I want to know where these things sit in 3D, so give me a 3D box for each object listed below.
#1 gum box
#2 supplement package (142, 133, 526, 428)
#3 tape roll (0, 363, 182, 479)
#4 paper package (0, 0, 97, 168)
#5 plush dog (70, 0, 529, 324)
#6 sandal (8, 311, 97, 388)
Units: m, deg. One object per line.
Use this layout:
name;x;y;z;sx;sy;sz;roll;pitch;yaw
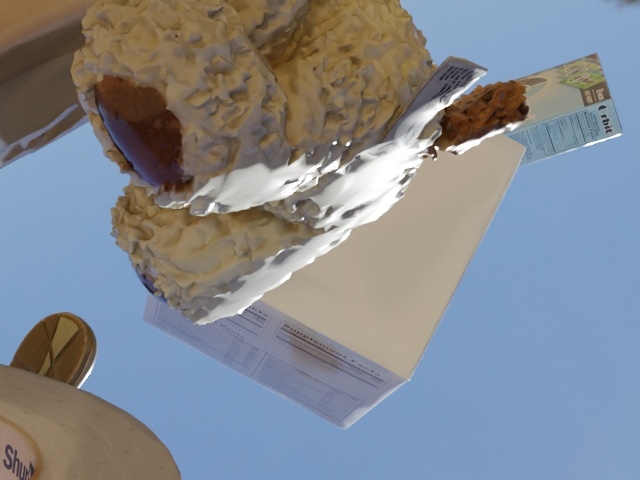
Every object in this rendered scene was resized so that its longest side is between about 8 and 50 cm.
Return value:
gum box;0.196;-0.119;1.615;0.184;0.041;0.157;-17;-160;11
supplement package;0.000;0.000;1.257;0.199;0.198;0.262;-62;-179;-16
tape roll;-0.162;0.106;0.590;0.219;0.072;0.219;9;-167;-2
paper package;-0.283;-0.208;1.065;0.309;0.325;0.168;-36;168;-45
plush dog;-0.036;-0.114;0.818;0.211;0.225;0.262;-25;162;-10
sandal;-0.210;0.118;1.170;0.180;0.072;0.049;-45;154;25
